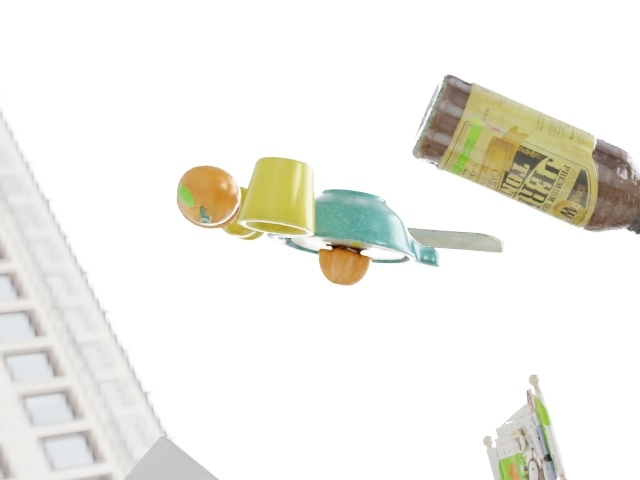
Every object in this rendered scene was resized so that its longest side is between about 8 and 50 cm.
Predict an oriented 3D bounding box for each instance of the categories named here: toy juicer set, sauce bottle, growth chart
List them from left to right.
[{"bbox_3d":[0.000,0.000,1.441,0.209,0.329,0.089,0,-101,44],"label":"toy juicer set"},{"bbox_3d":[0.265,0.292,1.905,0.237,0.021,0.172,114,-35,-60],"label":"growth chart"},{"bbox_3d":[0.277,-0.078,1.686,0.111,0.344,0.111,22,90,-90],"label":"sauce bottle"}]

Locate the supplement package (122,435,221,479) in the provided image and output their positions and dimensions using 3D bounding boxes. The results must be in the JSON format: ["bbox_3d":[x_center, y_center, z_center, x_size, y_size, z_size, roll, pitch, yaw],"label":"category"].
[{"bbox_3d":[-0.170,0.363,1.674,0.177,0.175,0.293,38,-18,6],"label":"supplement package"}]
